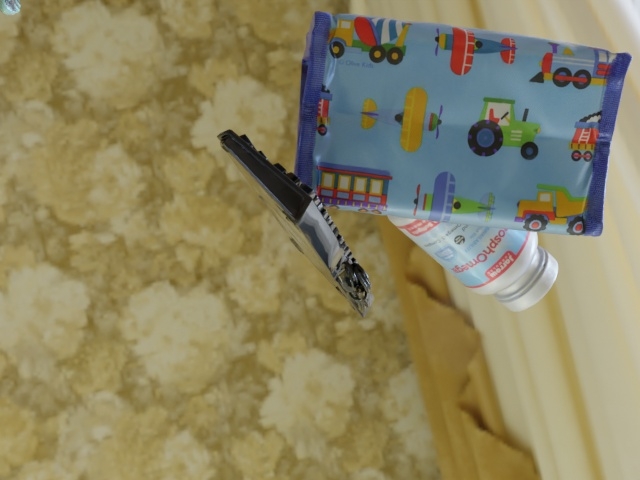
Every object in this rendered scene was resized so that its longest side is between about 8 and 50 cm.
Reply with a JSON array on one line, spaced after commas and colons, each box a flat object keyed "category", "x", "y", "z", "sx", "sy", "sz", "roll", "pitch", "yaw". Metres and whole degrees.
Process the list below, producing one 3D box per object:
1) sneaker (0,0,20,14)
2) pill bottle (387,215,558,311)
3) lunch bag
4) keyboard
[{"category": "sneaker", "x": -0.411, "y": -0.298, "z": 1.334, "sx": 0.069, "sy": 0.038, "sz": 0.098, "roll": -21, "pitch": -144, "yaw": 4}, {"category": "pill bottle", "x": 0.144, "y": -0.006, "z": 0.998, "sx": 0.087, "sy": 0.160, "sz": 0.087, "roll": -44, "pitch": -160, "yaw": 20}, {"category": "lunch bag", "x": 0.093, "y": -0.106, "z": 0.871, "sx": 0.221, "sy": 0.138, "sz": 0.293, "roll": 7, "pitch": -168, "yaw": -3}, {"category": "keyboard", "x": 0.000, "y": 0.000, "z": 0.659, "sx": 0.023, "sy": 0.108, "sz": 0.180, "roll": -42, "pitch": 156, "yaw": -3}]
